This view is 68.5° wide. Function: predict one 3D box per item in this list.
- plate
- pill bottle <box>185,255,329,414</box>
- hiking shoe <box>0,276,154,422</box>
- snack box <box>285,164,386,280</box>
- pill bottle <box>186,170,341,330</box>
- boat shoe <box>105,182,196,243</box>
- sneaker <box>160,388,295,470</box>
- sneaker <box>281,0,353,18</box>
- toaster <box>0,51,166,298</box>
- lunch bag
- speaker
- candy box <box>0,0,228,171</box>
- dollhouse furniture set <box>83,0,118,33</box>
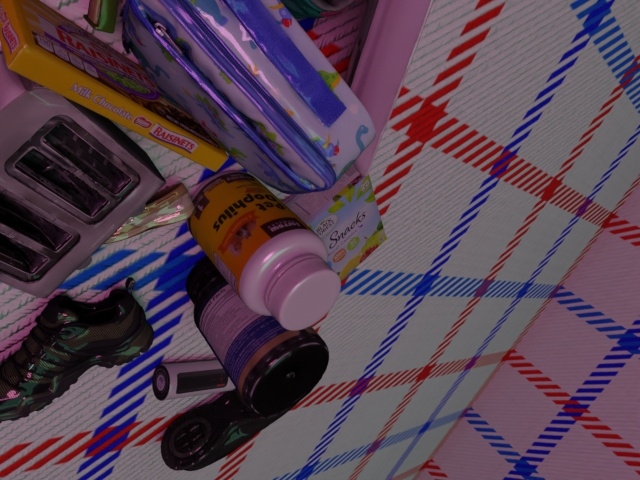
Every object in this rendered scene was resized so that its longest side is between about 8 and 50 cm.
[{"bbox_3d":[0.073,-0.241,0.510,0.045,0.277,0.278,17,117,-5],"label":"plate"},{"bbox_3d":[-0.096,0.113,0.640,0.122,0.219,0.123,-25,136,-26],"label":"pill bottle"},{"bbox_3d":[-0.323,0.122,0.562,0.226,0.086,0.114,-26,124,-33],"label":"hiking shoe"},{"bbox_3d":[0.000,0.000,0.748,0.207,0.070,0.175,-42,143,-14],"label":"snack box"},{"bbox_3d":[-0.071,0.010,0.577,0.117,0.215,0.117,-25,137,-26],"label":"pill bottle"},{"bbox_3d":[-0.216,-0.032,0.546,0.135,0.050,0.045,-22,112,-24],"label":"boat shoe"},{"bbox_3d":[-0.154,0.333,0.893,0.286,0.109,0.130,-25,147,-16],"label":"sneaker"},{"bbox_3d":[-0.019,-0.314,0.373,0.123,0.178,0.296,-35,140,-15],"label":"sneaker"},{"bbox_3d":[-0.259,-0.061,0.423,0.168,0.110,0.186,-45,142,-4],"label":"toaster"},{"bbox_3d":[-0.064,-0.137,0.406,0.219,0.176,0.090,46,76,-24],"label":"lunch bag"},{"bbox_3d":[-0.202,0.227,0.775,0.136,0.055,0.055,11,115,-47],"label":"speaker"},{"bbox_3d":[-0.177,-0.137,0.422,0.027,0.105,0.205,-44,150,14],"label":"candy box"},{"bbox_3d":[-0.232,-0.209,0.348,0.151,0.076,0.059,-2,125,-43],"label":"dollhouse furniture set"}]
